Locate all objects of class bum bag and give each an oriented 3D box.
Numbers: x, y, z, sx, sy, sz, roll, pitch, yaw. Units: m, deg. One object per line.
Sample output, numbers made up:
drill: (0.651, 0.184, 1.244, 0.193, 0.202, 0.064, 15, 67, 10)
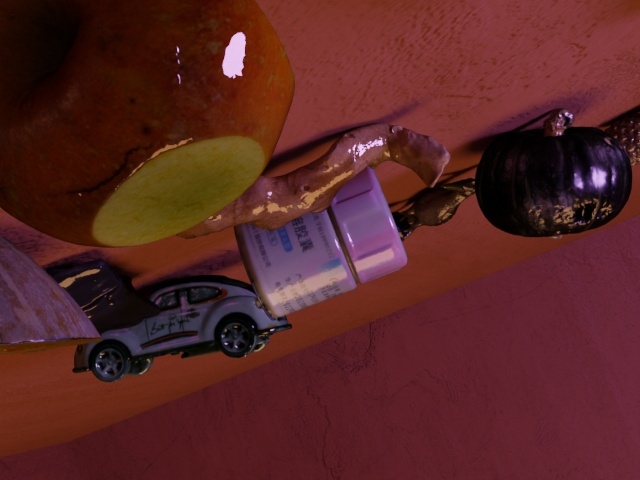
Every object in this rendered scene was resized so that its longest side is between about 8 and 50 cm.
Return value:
bum bag: (-0.274, 0.073, 1.148, 0.123, 0.060, 0.248, -21, 168, 0)

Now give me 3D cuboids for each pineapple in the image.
pineapple: (0.471, -0.165, 1.350, 0.159, 0.074, 0.074, -38, 161, 35)

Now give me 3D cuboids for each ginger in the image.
ginger: (-0.015, -0.052, 0.965, 0.288, 0.075, 0.089, -16, 147, 2)

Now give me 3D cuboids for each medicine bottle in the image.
medicine bottle: (0.000, 0.000, 1.090, 0.168, 0.135, 0.135, -20, 170, 2)

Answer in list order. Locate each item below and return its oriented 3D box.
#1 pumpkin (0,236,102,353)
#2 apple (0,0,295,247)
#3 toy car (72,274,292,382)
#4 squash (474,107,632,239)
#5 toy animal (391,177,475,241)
pumpkin: (-0.319, 0.058, 0.899, 0.217, 0.110, 0.217, -10, 177, -1)
apple: (-0.094, -0.077, 0.471, 0.163, 0.146, 0.147, -38, 158, 17)
toy car: (-0.195, 0.116, 1.349, 0.305, 0.125, 0.136, -10, 176, 6)
squash: (0.287, -0.076, 1.209, 0.193, 0.156, 0.193, -26, -170, 5)
toy animal: (0.157, -0.049, 1.389, 0.202, 0.070, 0.105, -30, 179, 34)
